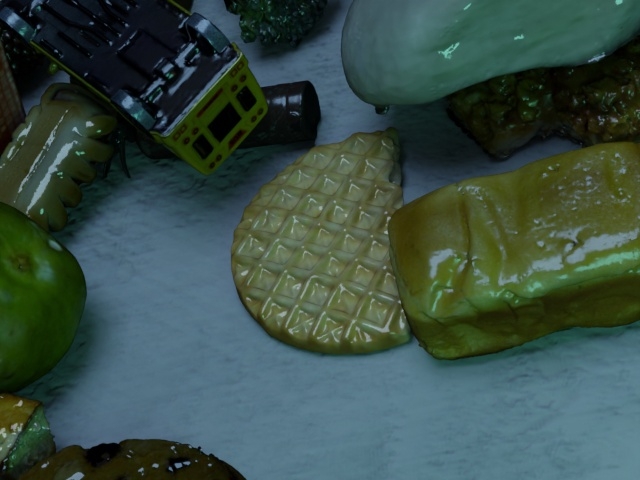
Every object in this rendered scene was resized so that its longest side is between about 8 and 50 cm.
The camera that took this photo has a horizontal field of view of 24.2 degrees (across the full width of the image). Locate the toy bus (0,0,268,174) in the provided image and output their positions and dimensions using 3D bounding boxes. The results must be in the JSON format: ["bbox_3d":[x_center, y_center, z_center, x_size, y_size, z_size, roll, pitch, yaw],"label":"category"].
[{"bbox_3d":[-0.220,-0.214,1.709,0.331,0.151,0.145,37,82,32],"label":"toy bus"}]

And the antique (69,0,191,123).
[{"bbox_3d":[-0.234,-0.289,1.938,0.093,0.087,0.310,-6,48,18],"label":"antique"}]

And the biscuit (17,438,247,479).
[{"bbox_3d":[-0.186,0.302,1.374,0.296,0.075,0.296,-10,42,9],"label":"biscuit"}]

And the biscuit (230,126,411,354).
[{"bbox_3d":[0.000,0.000,1.605,0.205,0.040,0.309,-12,45,12],"label":"biscuit"}]

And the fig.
[{"bbox_3d":[-0.404,0.103,1.587,0.314,0.233,0.233,-50,44,13],"label":"fig"}]

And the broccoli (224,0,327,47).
[{"bbox_3d":[-0.090,-0.359,1.932,0.165,0.145,0.304,-40,35,-3],"label":"broccoli"}]

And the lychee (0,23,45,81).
[{"bbox_3d":[-0.428,-0.288,1.956,0.188,0.188,0.188,-12,46,12],"label":"lychee"}]

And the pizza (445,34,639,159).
[{"bbox_3d":[0.264,-0.166,1.620,0.306,0.085,0.161,4,52,27],"label":"pizza"}]

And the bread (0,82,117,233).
[{"bbox_3d":[-0.320,-0.083,1.767,0.134,0.081,0.225,21,71,40],"label":"bread"}]

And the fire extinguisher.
[{"bbox_3d":[-0.136,-0.128,1.764,0.268,0.072,0.089,-6,85,17],"label":"fire extinguisher"}]

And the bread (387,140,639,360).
[{"bbox_3d":[0.216,0.006,1.449,0.294,0.132,0.166,-11,52,9],"label":"bread"}]

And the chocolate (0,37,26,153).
[{"bbox_3d":[-0.472,-0.180,1.836,0.237,0.234,0.108,20,48,36],"label":"chocolate"}]

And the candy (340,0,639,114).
[{"bbox_3d":[0.206,-0.310,1.645,0.386,0.186,0.427,-18,22,24],"label":"candy"}]

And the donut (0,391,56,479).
[{"bbox_3d":[-0.359,0.252,1.485,0.141,0.085,0.217,14,55,33],"label":"donut"}]
